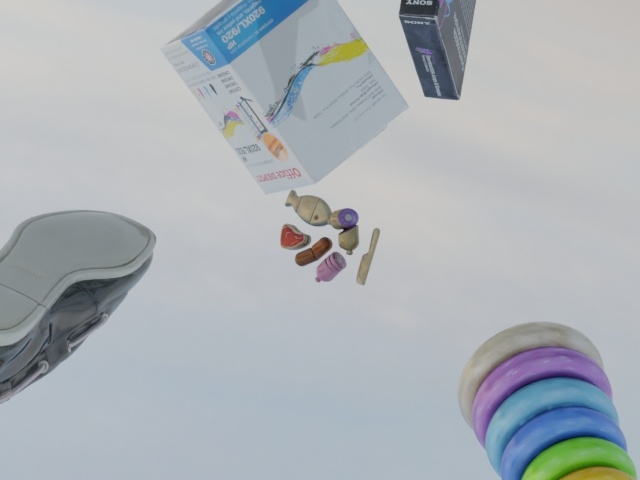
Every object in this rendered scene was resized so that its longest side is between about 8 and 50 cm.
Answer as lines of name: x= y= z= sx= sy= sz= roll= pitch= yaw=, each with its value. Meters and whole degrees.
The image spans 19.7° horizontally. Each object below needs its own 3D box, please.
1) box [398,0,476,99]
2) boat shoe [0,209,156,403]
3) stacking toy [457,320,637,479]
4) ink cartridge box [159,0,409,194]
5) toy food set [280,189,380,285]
box: x=0.083 y=-0.189 z=1.211 sx=0.029 sy=0.162 sz=0.116 roll=3 pitch=158 yaw=14
boat shoe: x=-0.255 y=0.058 z=1.652 sx=0.112 sy=0.095 sz=0.335 roll=27 pitch=-156 yaw=11
stacking toy: x=0.221 y=0.218 z=1.597 sx=0.141 sy=0.141 sz=0.330 roll=14 pitch=-150 yaw=-21
ink cartridge box: x=-0.045 y=-0.199 z=2.265 sx=0.233 sy=0.168 sz=0.171 roll=54 pitch=159 yaw=-12
toy food set: x=0.000 y=0.000 z=1.766 sx=0.122 sy=0.078 sz=0.019 roll=19 pitch=-176 yaw=41
